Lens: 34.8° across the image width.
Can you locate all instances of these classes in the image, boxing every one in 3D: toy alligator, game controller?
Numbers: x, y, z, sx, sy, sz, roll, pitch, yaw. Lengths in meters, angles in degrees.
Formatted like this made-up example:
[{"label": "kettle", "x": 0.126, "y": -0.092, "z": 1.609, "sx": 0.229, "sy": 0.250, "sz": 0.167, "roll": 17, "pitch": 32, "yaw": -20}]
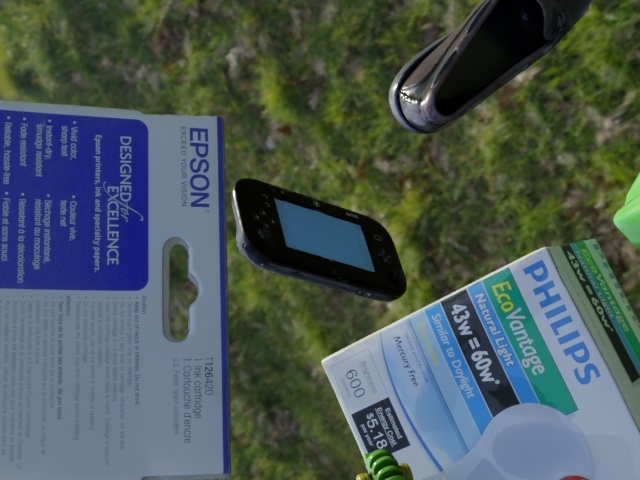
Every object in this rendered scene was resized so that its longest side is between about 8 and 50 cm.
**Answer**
[{"label": "toy alligator", "x": 0.080, "y": 0.268, "z": 1.027, "sx": 0.189, "sy": 0.056, "sz": 0.051, "roll": -118, "pitch": 21, "yaw": -54}, {"label": "game controller", "x": 0.000, "y": 0.000, "z": 1.599, "sx": 0.067, "sy": 0.319, "sz": 0.166, "roll": -38, "pitch": 48, "yaw": 39}]

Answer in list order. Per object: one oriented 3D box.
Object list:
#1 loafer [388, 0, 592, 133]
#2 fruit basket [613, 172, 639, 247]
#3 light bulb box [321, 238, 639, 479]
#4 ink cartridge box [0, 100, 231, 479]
[{"label": "loafer", "x": 0.205, "y": -0.221, "z": 1.071, "sx": 0.109, "sy": 0.302, "sz": 0.095, "roll": 47, "pitch": 176, "yaw": -17}, {"label": "fruit basket", "x": 0.610, "y": -0.012, "z": 1.291, "sx": 0.392, "sy": 0.283, "sz": 0.392, "roll": 28, "pitch": 151, "yaw": 17}, {"label": "light bulb box", "x": 0.259, "y": 0.232, "z": 1.356, "sx": 0.225, "sy": 0.361, "sz": 0.358, "roll": -6, "pitch": -112, "yaw": -60}, {"label": "ink cartridge box", "x": -0.230, "y": 0.043, "z": 0.808, "sx": 0.072, "sy": 0.307, "sz": 0.303, "roll": 151, "pitch": 120, "yaw": -66}]
